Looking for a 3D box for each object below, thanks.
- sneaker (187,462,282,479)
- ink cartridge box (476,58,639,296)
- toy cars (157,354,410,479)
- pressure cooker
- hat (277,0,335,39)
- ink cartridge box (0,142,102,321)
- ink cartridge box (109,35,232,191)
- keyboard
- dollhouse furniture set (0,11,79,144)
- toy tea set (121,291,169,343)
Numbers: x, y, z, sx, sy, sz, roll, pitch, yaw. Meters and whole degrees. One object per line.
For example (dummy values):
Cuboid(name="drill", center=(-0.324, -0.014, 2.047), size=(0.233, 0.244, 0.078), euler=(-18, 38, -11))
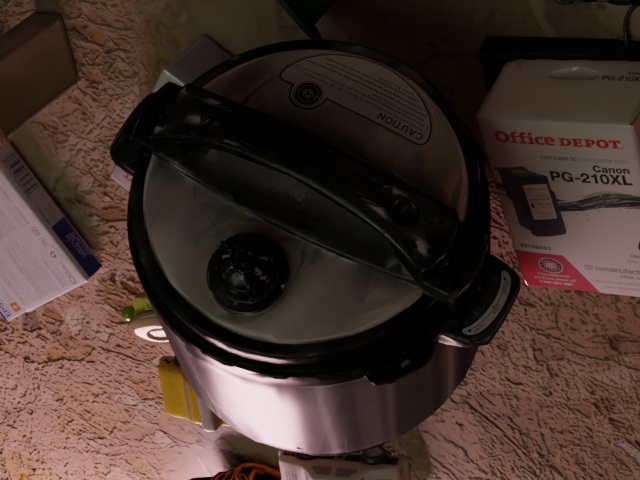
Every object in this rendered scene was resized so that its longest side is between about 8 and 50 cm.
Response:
Cuboid(name="sneaker", center=(-0.111, 0.359, 2.188), size=(0.215, 0.084, 0.083), euler=(-1, 119, 24))
Cuboid(name="ink cartridge box", center=(0.277, -0.062, 1.556), size=(0.172, 0.100, 0.237), euler=(5, 135, 32))
Cuboid(name="toy cars", center=(-0.057, 0.274, 2.042), size=(0.394, 0.087, 0.176), euler=(37, 122, -1))
Cuboid(name="pressure cooker", center=(-0.002, 0.006, 1.552), size=(0.370, 0.375, 0.420), euler=(-14, 156, 0))
Cuboid(name="hat", center=(0.020, -0.324, 1.597), size=(0.183, 0.173, 0.208), euler=(-38, 98, 10))
Cuboid(name="ink cartridge box", center=(-0.444, -0.007, 2.156), size=(0.224, 0.045, 0.223), euler=(-24, 106, 44))
Cuboid(name="ink cartridge box", center=(-0.143, -0.115, 1.835), size=(0.154, 0.093, 0.212), euler=(39, 137, 2))
Cuboid(name="keyboard", center=(0.308, -0.176, 1.524), size=(0.317, 0.033, 0.201), euler=(6, 125, 30))
Cuboid(name="dollhouse furniture set", center=(-0.459, -0.218, 1.923), size=(0.242, 0.161, 0.212), euler=(9, 127, 29))
Cuboid(name="toy tea set", center=(-0.075, 0.058, 1.912), size=(0.336, 0.124, 0.200), euler=(-14, 150, 21))
